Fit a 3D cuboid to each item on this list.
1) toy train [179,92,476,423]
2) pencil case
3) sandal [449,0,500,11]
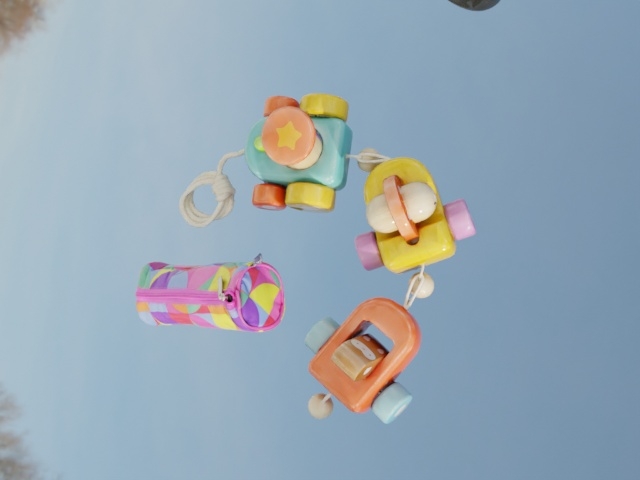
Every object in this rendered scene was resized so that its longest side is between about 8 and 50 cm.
[{"bbox_3d":[0.000,0.000,0.440,0.125,0.046,0.166,-45,-110,4],"label":"toy train"},{"bbox_3d":[-0.155,0.074,1.246,0.236,0.104,0.105,-4,-109,43],"label":"pencil case"},{"bbox_3d":[0.041,-0.204,0.556,0.067,0.179,0.040,-47,166,-35],"label":"sandal"}]
